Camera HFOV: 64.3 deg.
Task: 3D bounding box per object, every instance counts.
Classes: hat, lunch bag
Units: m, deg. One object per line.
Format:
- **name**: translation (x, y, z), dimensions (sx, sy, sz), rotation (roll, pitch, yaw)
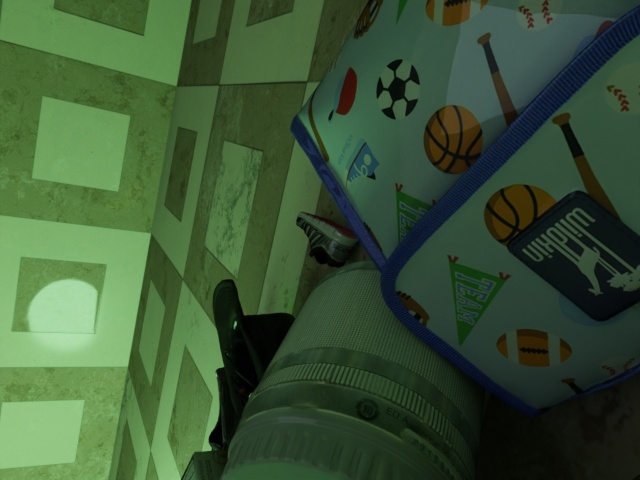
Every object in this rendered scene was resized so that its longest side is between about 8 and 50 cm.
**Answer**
- **hat**: translation (-0.092, 0.222, 0.926), dimensions (0.331, 0.134, 0.331), rotation (169, 90, -69)
- **lunch bag**: translation (0.181, -0.084, 0.431), dimensions (0.328, 0.239, 0.385), rotation (-52, 57, 41)

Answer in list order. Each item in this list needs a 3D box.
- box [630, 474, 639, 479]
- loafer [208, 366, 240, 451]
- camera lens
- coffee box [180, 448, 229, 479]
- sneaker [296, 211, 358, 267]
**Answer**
- **box**: translation (0.207, 0.303, 0.198), dimensions (0.312, 0.179, 0.343), rotation (-39, 42, 6)
- **loafer**: translation (-0.211, 0.414, 1.129), dimensions (0.109, 0.095, 0.302), rotation (22, 103, 60)
- **camera lens**: translation (0.049, 0.168, 0.515), dimensions (0.219, 0.219, 0.274), rotation (-57, 1, 38)
- **coffee box**: translation (-0.140, 0.534, 0.904), dimensions (0.119, 0.168, 0.297), rotation (-63, 34, 30)
- **sneaker**: translation (0.000, 0.000, 0.886), dimensions (0.170, 0.063, 0.075), rotation (30, 103, 54)
